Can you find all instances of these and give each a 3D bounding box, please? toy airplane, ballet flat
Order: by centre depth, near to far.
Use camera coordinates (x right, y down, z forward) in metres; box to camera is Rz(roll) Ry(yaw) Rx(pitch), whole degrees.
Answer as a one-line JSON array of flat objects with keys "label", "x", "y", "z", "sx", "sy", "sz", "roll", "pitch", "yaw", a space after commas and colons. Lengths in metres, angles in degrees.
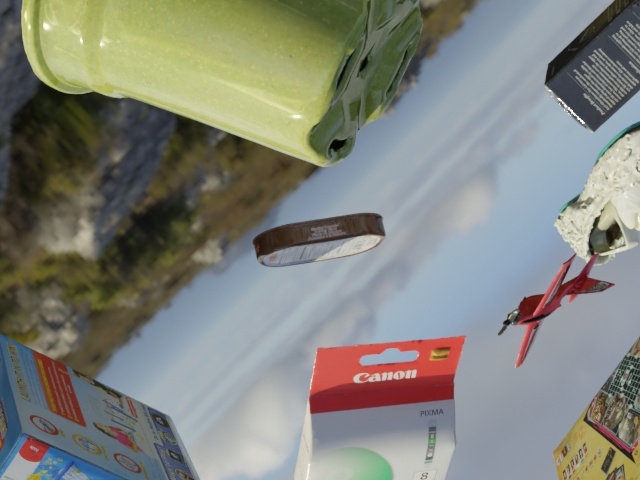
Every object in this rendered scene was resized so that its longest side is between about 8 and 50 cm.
[{"label": "toy airplane", "x": 0.229, "y": 0.055, "z": 1.346, "sx": 0.151, "sy": 0.028, "sz": 0.151, "roll": -30, "pitch": 148, "yaw": -21}, {"label": "ballet flat", "x": 0.498, "y": -0.062, "z": 2.244, "sx": 0.147, "sy": 0.147, "sz": 0.409, "roll": -44, "pitch": 170, "yaw": -19}]

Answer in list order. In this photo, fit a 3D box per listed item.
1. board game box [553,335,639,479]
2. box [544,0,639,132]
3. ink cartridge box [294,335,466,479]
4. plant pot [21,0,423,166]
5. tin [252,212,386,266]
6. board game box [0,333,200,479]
[{"label": "board game box", "x": 0.350, "y": 0.238, "z": 1.583, "sx": 0.165, "sy": 0.042, "sz": 0.243, "roll": -94, "pitch": -158, "yaw": -46}, {"label": "box", "x": 0.449, "y": -0.283, "z": 2.099, "sx": 0.207, "sy": 0.108, "sz": 0.153, "roll": -45, "pitch": -174, "yaw": 23}, {"label": "ink cartridge box", "x": 0.072, "y": 0.211, "z": 1.590, "sx": 0.181, "sy": 0.056, "sz": 0.224, "roll": -4, "pitch": 134, "yaw": -16}, {"label": "plant pot", "x": -0.061, "y": -0.194, "z": 1.148, "sx": 0.276, "sy": 0.254, "sz": 0.276, "roll": -53, "pitch": 162, "yaw": -25}, {"label": "tin", "x": 0.000, "y": 0.000, "z": 1.947, "sx": 0.190, "sy": 0.040, "sz": 0.106, "roll": -9, "pitch": 160, "yaw": -12}, {"label": "board game box", "x": -0.315, "y": 0.283, "z": 1.886, "sx": 0.086, "sy": 0.302, "sz": 0.308, "roll": -56, "pitch": -154, "yaw": 7}]
